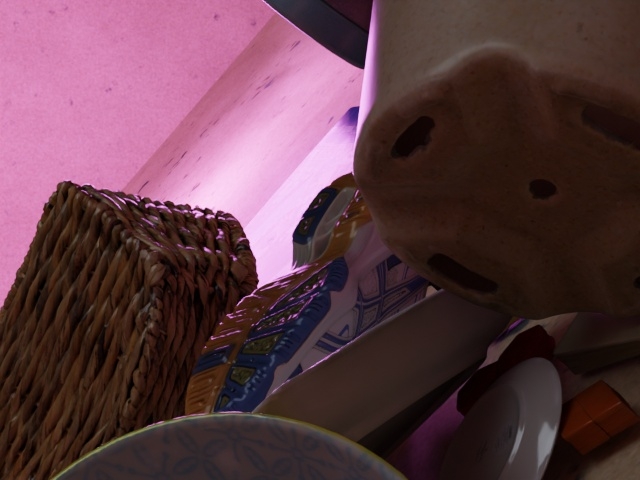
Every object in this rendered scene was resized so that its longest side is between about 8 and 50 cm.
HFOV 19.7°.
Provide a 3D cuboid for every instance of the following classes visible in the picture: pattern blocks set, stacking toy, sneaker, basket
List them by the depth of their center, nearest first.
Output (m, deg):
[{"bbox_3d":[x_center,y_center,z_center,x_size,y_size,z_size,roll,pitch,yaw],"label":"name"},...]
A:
[{"bbox_3d":[0.227,0.018,1.143,0.285,0.026,0.325,-51,14,-16],"label":"pattern blocks set"},{"bbox_3d":[0.017,0.069,1.337,0.112,0.131,0.296,-13,28,43],"label":"sneaker"},{"bbox_3d":[0.073,-0.136,1.492,0.130,0.309,0.279,-53,16,9],"label":"stacking toy"},{"bbox_3d":[-0.158,0.124,1.659,0.213,0.223,0.299,36,105,39],"label":"basket"}]

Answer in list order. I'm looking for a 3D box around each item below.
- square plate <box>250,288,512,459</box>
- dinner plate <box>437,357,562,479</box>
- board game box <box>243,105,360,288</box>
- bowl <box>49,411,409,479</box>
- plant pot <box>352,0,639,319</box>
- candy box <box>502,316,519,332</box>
[{"bbox_3d":[-0.030,0.163,1.189,0.347,0.049,0.344,-48,-12,29],"label":"square plate"},{"bbox_3d":[0.103,0.134,1.136,0.141,0.017,0.141,-53,20,29],"label":"dinner plate"},{"bbox_3d":[0.000,0.000,1.777,0.318,0.066,0.319,-50,14,-11],"label":"board game box"},{"bbox_3d":[-0.036,0.246,0.950,0.289,0.289,0.156,-48,-29,-6],"label":"bowl"},{"bbox_3d":[0.157,-0.132,1.135,0.334,0.334,0.305,-33,30,44],"label":"plant pot"},{"bbox_3d":[0.175,-0.020,1.354,0.187,0.053,0.109,-41,14,15],"label":"candy box"}]
